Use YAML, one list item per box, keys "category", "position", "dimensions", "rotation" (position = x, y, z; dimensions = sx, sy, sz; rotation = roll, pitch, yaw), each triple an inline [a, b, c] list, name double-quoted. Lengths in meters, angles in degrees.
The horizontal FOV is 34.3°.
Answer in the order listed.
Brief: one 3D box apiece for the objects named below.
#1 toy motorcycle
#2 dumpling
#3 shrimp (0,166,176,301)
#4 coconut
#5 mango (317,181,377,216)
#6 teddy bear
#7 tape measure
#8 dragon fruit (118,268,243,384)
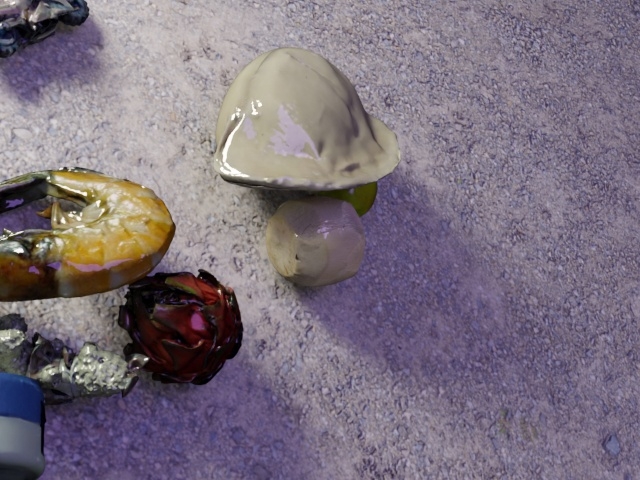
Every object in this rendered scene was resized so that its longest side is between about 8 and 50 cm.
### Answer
- category: "toy motorcycle"
  position: [-0.494, -0.398, 1.633]
  dimensions: [0.204, 0.108, 0.239]
  rotation: [53, 22, -7]
- category: "dumpling"
  position: [-0.017, -0.183, 1.738]
  dimensions: [0.315, 0.233, 0.395]
  rotation: [17, 30, 10]
- category: "shrimp"
  position: [-0.427, -0.011, 1.440]
  dimensions: [0.444, 0.085, 0.272]
  rotation: [-13, 45, -23]
- category: "coconut"
  position: [0.002, 0.000, 1.743]
  dimensions: [0.162, 0.161, 0.161]
  rotation: [-12, 74, -31]
- category: "mango"
  position: [0.054, -0.111, 1.890]
  dimensions: [0.117, 0.089, 0.163]
  rotation: [37, 49, -15]
- category: "teddy bear"
  position: [-0.352, 0.182, 1.407]
  dimensions: [0.213, 0.111, 0.133]
  rotation: [19, 11, -8]
- category: "tape measure"
  position: [-0.452, 0.235, 1.224]
  dimensions: [0.259, 0.262, 0.138]
  rotation: [7, 72, -33]
- category: "dragon fruit"
  position: [-0.205, 0.125, 1.517]
  dimensions: [0.188, 0.182, 0.182]
  rotation: [1, 65, -25]
